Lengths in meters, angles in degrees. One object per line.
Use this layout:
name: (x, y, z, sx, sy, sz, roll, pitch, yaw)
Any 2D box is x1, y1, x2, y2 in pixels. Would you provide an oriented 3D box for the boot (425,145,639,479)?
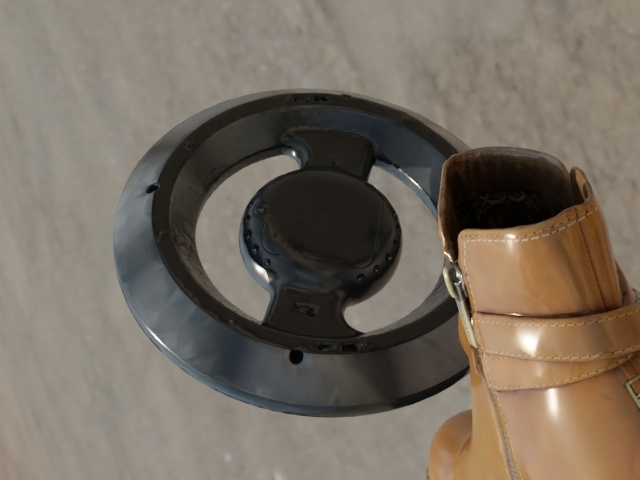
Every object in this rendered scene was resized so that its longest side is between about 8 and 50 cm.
boot: (0.093, 0.063, 0.761, 0.220, 0.109, 0.283, 64, 171, -15)

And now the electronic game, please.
electronic game: (0.000, 0.000, 0.889, 0.229, 0.229, 0.048, 58, 156, 33)
